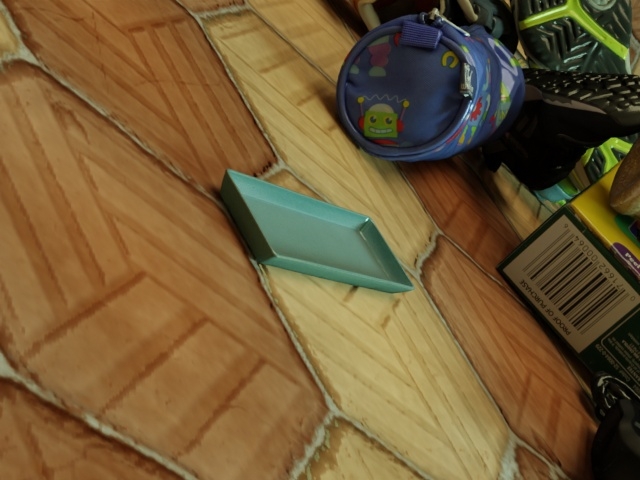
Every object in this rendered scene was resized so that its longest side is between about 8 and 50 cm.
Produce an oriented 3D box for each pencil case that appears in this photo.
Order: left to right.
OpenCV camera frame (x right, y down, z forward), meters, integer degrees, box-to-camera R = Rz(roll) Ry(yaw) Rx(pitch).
[{"bbox_3d":[0.111,-0.144,1.188,0.119,0.133,0.306,23,13,14],"label":"pencil case"}]

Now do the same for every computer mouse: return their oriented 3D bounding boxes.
[{"bbox_3d":[0.278,0.192,1.011,0.188,0.072,0.272,33,10,12],"label":"computer mouse"}]

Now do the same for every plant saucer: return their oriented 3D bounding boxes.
[{"bbox_3d":[0.000,0.000,0.832,0.192,0.018,0.067,17,38,-60],"label":"plant saucer"}]

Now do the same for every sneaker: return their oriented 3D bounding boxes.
[{"bbox_3d":[0.128,-0.244,1.426,0.321,0.126,0.127,25,31,-44],"label":"sneaker"},{"bbox_3d":[0.258,-0.112,1.349,0.283,0.107,0.124,-154,-125,-67],"label":"sneaker"},{"bbox_3d":[0.292,-0.216,1.511,0.147,0.145,0.385,-164,-121,-78],"label":"sneaker"}]

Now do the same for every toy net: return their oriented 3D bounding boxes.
[{"bbox_3d":[0.243,-0.140,1.613,0.232,0.045,0.122,54,19,9],"label":"toy net"}]

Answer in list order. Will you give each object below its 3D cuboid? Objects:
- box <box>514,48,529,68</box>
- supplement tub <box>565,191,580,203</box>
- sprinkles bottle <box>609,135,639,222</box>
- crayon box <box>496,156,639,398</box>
[{"bbox_3d":[0.277,-0.221,1.827,0.231,0.056,0.183,51,18,1],"label":"box"},{"bbox_3d":[0.362,-0.088,1.689,0.198,0.106,0.106,50,18,-10],"label":"supplement tub"},{"bbox_3d":[0.447,0.015,1.200,0.355,0.121,0.121,33,21,-5],"label":"sprinkles bottle"},{"bbox_3d":[0.370,0.098,1.281,0.363,0.106,0.313,49,24,7],"label":"crayon box"}]
